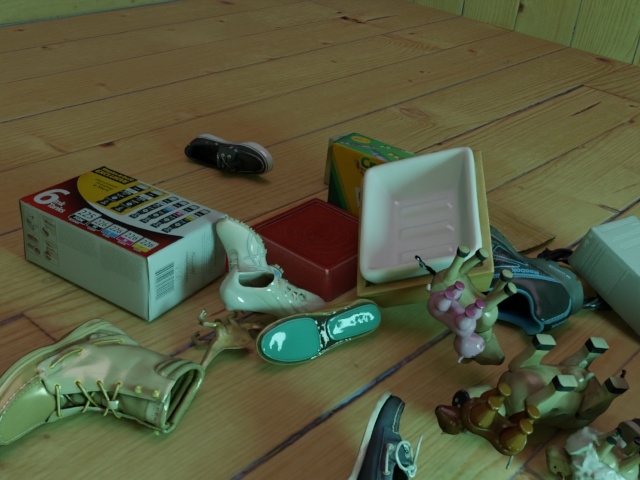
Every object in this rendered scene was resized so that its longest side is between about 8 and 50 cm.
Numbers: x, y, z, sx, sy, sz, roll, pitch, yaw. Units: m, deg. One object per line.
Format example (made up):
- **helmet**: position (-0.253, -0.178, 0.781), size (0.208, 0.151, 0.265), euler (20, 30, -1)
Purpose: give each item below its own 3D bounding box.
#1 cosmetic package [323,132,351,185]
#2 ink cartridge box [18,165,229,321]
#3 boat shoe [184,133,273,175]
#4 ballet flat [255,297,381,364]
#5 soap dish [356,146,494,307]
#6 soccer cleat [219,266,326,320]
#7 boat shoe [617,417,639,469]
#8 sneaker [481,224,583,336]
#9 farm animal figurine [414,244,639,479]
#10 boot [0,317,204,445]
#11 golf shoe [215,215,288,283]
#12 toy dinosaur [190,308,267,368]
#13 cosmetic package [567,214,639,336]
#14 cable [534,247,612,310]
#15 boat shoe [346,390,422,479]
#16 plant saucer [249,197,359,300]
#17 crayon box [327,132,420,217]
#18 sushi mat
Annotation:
- **cosmetic package**: position (0.047, -0.180, 1.781), size (0.060, 0.115, 0.041), euler (-21, 40, -36)
- **ink cartridge box**: position (-0.330, -0.018, 1.426), size (0.310, 0.130, 0.272), euler (21, 32, 26)
- **boat shoe**: position (-0.215, -0.190, 1.796), size (0.229, 0.080, 0.076), euler (21, 40, 27)
- **ballet flat**: position (-0.010, 0.147, 1.271), size (0.232, 0.080, 0.073), euler (-10, 6, -30)
- **soap dish**: position (0.183, -0.020, 1.377), size (0.229, 0.118, 0.290), euler (-12, 45, 17)
- **soccer cleat**: position (-0.070, 0.090, 1.298), size (0.196, 0.076, 0.068), euler (11, 31, -27)
- **boat shoe**: position (0.484, 0.309, 1.052), size (0.065, 0.075, 0.206), euler (-7, 28, -15)
- **sneaker**: position (0.290, 0.055, 1.410), size (0.341, 0.125, 0.140), euler (25, 39, 33)
- **farm animal figurine**: position (0.272, 0.194, 1.124), size (0.327, 0.172, 0.330), euler (19, 41, -13)
- **boot**: position (-0.303, 0.214, 1.069), size (0.204, 0.095, 0.262), euler (19, 28, 20)
- **golf shoe**: position (-0.129, 0.042, 1.340), size (0.069, 0.176, 0.086), euler (-26, 15, 47)
- **toy dinosaur**: position (-0.157, 0.152, 1.237), size (0.093, 0.053, 0.183), euler (24, 34, 26)
- **cosmetic package**: position (0.574, 0.074, 1.391), size (0.127, 0.107, 0.238), euler (-12, 53, -29)
- **cable**: position (0.469, 0.075, 1.490), size (0.151, 0.047, 0.184), euler (-9, 37, -15)
- **boat shoe**: position (0.078, 0.293, 0.990), size (0.079, 0.095, 0.254), euler (11, 32, 13)
- **plant saucer**: position (0.000, 0.000, 1.532), size (0.259, 0.047, 0.258), euler (28, 37, 32)
- **crayon box**: position (0.150, -0.096, 1.603), size (0.279, 0.165, 0.081), euler (24, 35, 29)
- **sushi mat**: position (0.343, -0.054, 1.708), size (0.152, 0.019, 0.317), euler (-16, 37, -35)
